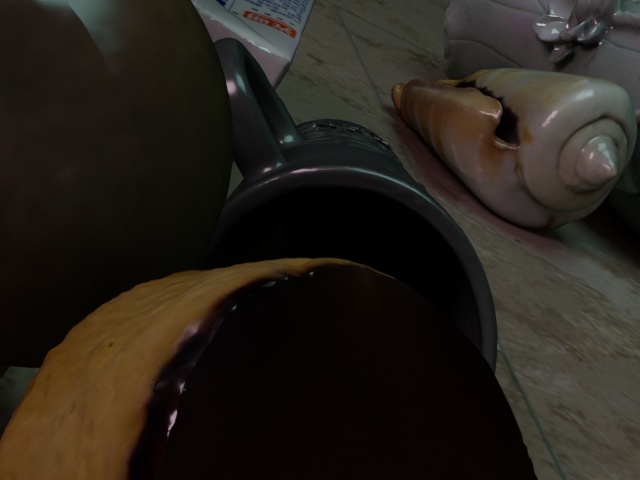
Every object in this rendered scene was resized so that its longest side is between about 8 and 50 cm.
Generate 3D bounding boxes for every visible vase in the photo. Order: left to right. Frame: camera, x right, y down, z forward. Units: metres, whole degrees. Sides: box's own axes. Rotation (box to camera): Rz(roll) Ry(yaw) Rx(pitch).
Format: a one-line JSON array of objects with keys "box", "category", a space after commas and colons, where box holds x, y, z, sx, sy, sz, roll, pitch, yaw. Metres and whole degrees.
[{"box": [0.000, 0.000, 1.028, 0.301, 0.156, 0.251, -89, 154, -76], "category": "vase"}, {"box": [0.307, -0.127, 1.722, 0.250, 0.250, 0.445, 9, 24, -48], "category": "vase"}]

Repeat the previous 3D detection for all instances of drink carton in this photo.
[{"box": [-0.075, -0.127, 1.272, 0.106, 0.130, 0.315, 27, 18, -5], "category": "drink carton"}]

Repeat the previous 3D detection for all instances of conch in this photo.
[{"box": [0.160, -0.076, 1.565, 0.158, 0.127, 0.255, -13, 14, -23], "category": "conch"}]

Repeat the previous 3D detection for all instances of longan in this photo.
[{"box": [-0.127, -0.049, 0.766, 0.212, 0.198, 0.198, 45, 22, 15], "category": "longan"}]

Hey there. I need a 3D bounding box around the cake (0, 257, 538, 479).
[{"box": [-0.041, 0.111, 0.685, 0.185, 0.178, 0.208, 36, 52, -31], "category": "cake"}]

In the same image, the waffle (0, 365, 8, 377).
[{"box": [-0.249, 0.005, 0.788, 0.254, 0.052, 0.245, 33, 17, 5], "category": "waffle"}]
